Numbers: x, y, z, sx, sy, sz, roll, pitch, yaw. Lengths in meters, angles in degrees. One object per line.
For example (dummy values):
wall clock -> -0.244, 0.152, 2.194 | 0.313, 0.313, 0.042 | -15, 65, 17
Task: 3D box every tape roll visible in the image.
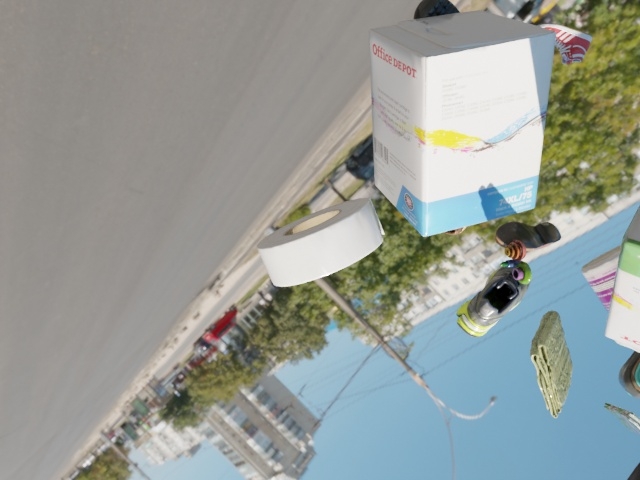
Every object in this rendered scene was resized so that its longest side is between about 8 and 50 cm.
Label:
tape roll -> 0.000, 0.000, 1.304 | 0.286, 0.100, 0.286 | -22, -170, 4

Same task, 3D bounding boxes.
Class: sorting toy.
sorting toy -> 0.432, 0.050, 1.250 | 0.042, 0.101, 0.061 | -7, 173, -14

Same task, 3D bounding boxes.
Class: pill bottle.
pill bottle -> 0.877, 0.166, 1.544 | 0.169, 0.301, 0.169 | -29, 170, -5

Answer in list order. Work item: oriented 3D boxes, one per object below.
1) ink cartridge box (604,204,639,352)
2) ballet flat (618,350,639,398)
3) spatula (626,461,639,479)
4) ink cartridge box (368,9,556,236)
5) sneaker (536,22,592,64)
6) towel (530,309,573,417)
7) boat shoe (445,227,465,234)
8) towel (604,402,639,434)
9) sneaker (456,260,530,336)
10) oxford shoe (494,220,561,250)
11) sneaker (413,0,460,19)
ink cartridge box -> 0.458, 0.059, 0.640 | 0.117, 0.201, 0.278 | -56, 146, -15
ballet flat -> 0.634, 0.170, 1.013 | 0.280, 0.095, 0.096 | -42, 165, -9
spatula -> 0.454, 0.464, 0.892 | 0.296, 0.084, 0.030 | -59, 156, 4
ink cartridge box -> 0.202, -0.186, 0.855 | 0.197, 0.270, 0.198 | -14, -147, -12
sneaker -> 0.509, -0.416, 1.189 | 0.042, 0.119, 0.067 | -49, 155, -82
towel -> 0.331, 0.170, 0.801 | 0.027, 0.110, 0.148 | -12, -169, 34
boat shoe -> 0.224, -0.065, 1.181 | 0.060, 0.178, 0.064 | -36, 149, -50
towel -> 0.851, 0.502, 1.532 | 0.023, 0.113, 0.152 | -45, 174, -3
sneaker -> 0.479, 0.136, 1.455 | 0.300, 0.111, 0.121 | -37, 168, -37
oxford shoe -> 0.485, 0.002, 1.344 | 0.212, 0.076, 0.076 | 0, 151, -33
sneaker -> 0.189, -0.334, 1.020 | 0.107, 0.124, 0.283 | -47, 150, -4
